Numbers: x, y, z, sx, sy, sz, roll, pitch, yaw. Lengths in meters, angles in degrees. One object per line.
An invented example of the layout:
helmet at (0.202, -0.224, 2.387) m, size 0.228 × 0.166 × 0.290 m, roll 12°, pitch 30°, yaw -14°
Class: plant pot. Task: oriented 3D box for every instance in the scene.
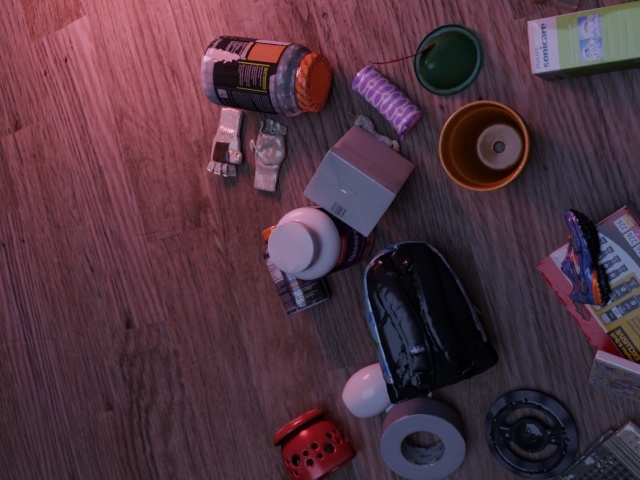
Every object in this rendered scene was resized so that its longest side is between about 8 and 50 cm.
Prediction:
plant pot at (0.405, -0.221, 1.761) m, size 0.205 × 0.188 × 0.205 m, roll 3°, pitch 97°, yaw 26°
plant pot at (-0.022, 0.575, 2.073) m, size 0.191 × 0.191 × 0.174 m, roll -42°, pitch 69°, yaw 24°

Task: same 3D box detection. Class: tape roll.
tape roll at (0.264, 0.517, 1.937) m, size 0.219 × 0.072 × 0.219 m, roll 3°, pitch 116°, yaw 6°

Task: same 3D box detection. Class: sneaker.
sneaker at (0.563, 0.040, 1.634) m, size 0.087 × 0.083 × 0.221 m, roll -13°, pitch 88°, yaw 38°

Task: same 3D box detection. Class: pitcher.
pitcher at (0.177, 0.401, 1.987) m, size 0.207 × 0.125 × 0.177 m, roll -40°, pitch 75°, yaw 14°

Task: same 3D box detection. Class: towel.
towel at (0.752, 0.622, 1.781) m, size 0.324 × 0.056 × 0.312 m, roll 44°, pitch 115°, yaw 12°

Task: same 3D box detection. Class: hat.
hat at (0.273, -0.434, 1.801) m, size 0.208 × 0.184 × 0.173 m, roll -41°, pitch 79°, yaw 24°

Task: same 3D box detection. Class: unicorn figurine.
unicorn figurine at (0.134, -0.262, 1.965) m, size 0.162 × 0.060 × 0.111 m, roll 21°, pitch 109°, yaw 2°

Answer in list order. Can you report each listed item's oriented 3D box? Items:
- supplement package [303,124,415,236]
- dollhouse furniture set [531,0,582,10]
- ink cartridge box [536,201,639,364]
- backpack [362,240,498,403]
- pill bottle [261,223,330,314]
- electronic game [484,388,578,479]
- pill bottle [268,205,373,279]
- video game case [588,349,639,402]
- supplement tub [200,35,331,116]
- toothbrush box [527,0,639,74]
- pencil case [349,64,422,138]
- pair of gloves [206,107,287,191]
supplement package at (0.100, -0.153, 1.873) m, size 0.194 × 0.203 × 0.149 m, roll 35°, pitch 123°, yaw 2°
dollhouse furniture set at (0.538, -0.588, 1.744) m, size 0.152 × 0.058 × 0.076 m, roll 18°, pitch 97°, yaw 3°
ink cartridge box at (0.677, 0.116, 1.703) m, size 0.272 × 0.130 × 0.309 m, roll -39°, pitch 79°, yaw 26°
backpack at (0.235, 0.174, 1.855) m, size 0.290 × 0.273 × 0.355 m, roll -24°, pitch 98°, yaw 4°
pill bottle at (-0.077, 0.072, 2.064) m, size 0.131 × 0.130 × 0.245 m, roll -25°, pitch 85°, yaw 26°
electronic game at (0.524, 0.485, 1.867) m, size 0.229 × 0.048 × 0.229 m, roll 4°, pitch 98°, yaw 27°
pill bottle at (0.000, 0.000, 1.910) m, size 0.182 × 0.323 × 0.181 m, roll 4°, pitch 98°, yaw 26°
video game case at (0.724, 0.326, 1.676) m, size 0.227 × 0.206 × 0.026 m, roll 20°, pitch 71°, yaw 23°
supplement tub at (-0.143, -0.438, 1.999) m, size 0.316 × 0.194 × 0.193 m, roll 14°, pitch 102°, yaw 24°
toothbrush box at (0.615, -0.431, 1.623) m, size 0.283 × 0.206 × 0.122 m, roll -5°, pitch 94°, yaw 27°
pencil case at (0.170, -0.358, 1.921) m, size 0.206 × 0.086 × 0.088 m, roll 49°, pitch 137°, yaw 14°
pair of gloves at (-0.209, -0.261, 2.137) m, size 0.240 × 0.042 × 0.204 m, roll 21°, pitch 105°, yaw 22°
